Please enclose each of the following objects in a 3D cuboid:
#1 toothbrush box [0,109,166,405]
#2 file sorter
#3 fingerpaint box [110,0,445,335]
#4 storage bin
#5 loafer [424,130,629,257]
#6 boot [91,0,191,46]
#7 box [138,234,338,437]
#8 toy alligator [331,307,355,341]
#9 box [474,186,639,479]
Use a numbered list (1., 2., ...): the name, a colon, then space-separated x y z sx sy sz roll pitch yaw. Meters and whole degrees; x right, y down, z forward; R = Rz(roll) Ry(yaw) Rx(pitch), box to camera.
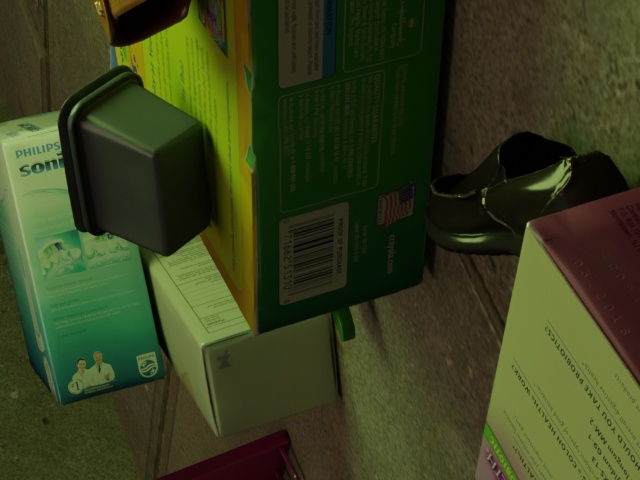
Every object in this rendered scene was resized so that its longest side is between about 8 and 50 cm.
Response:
1. toothbrush box: -0.282 0.010 1.748 0.216 0.126 0.295 -160 56 -70
2. file sorter: -0.112 0.406 1.947 0.182 0.202 0.290 62 160 26
3. fingerpaint box: -0.051 -0.217 1.226 0.444 0.163 0.371 91 156 -43
4. storage bin: -0.135 -0.058 1.227 0.091 0.098 0.135 27 138 28
5. loafer: 0.134 -0.031 0.981 0.220 0.080 0.078 -168 72 -66
6. boot: -0.172 -0.242 1.125 0.295 0.104 0.211 0 105 67
7. box: -0.106 0.071 1.706 0.311 0.148 0.121 -130 29 -56
8. toy alligator: 0.000 0.000 1.448 0.051 0.056 0.189 -170 65 -72
9. box: 0.194 0.127 0.843 0.243 0.117 0.213 94 154 -48
